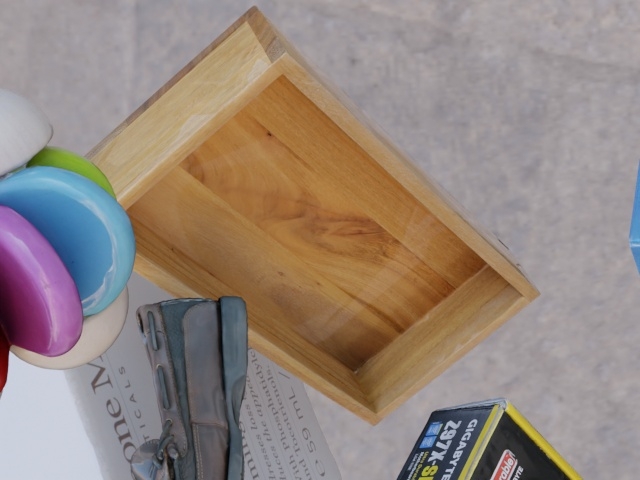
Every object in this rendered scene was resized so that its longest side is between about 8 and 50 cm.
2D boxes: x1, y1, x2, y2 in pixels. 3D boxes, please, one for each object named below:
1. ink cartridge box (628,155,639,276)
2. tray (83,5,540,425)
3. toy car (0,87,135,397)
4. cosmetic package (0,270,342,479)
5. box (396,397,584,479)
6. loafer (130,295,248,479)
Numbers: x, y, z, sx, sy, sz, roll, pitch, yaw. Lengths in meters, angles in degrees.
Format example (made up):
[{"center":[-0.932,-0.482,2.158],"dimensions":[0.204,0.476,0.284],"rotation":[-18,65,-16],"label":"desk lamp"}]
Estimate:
[{"center":[0.522,-0.055,1.552],"dimensions":[0.307,0.129,0.223],"rotation":[1,57,24],"label":"ink cartridge box"},{"center":[0.000,0.000,1.145],"dimensions":[0.203,0.411,0.076],"rotation":[-40,47,11],"label":"tray"},{"center":[-0.172,0.020,0.700],"dimensions":[0.136,0.182,0.159],"rotation":[19,135,55],"label":"toy car"},{"center":[-0.238,0.182,1.296],"dimensions":[0.327,0.393,0.330],"rotation":[-22,87,24],"label":"cosmetic package"},{"center":[0.108,0.306,0.868],"dimensions":[0.257,0.322,0.079],"rotation":[47,145,-21],"label":"box"},{"center":[-0.095,0.146,0.944],"dimensions":[0.268,0.084,0.096],"rotation":[-91,9,-47],"label":"loafer"}]
